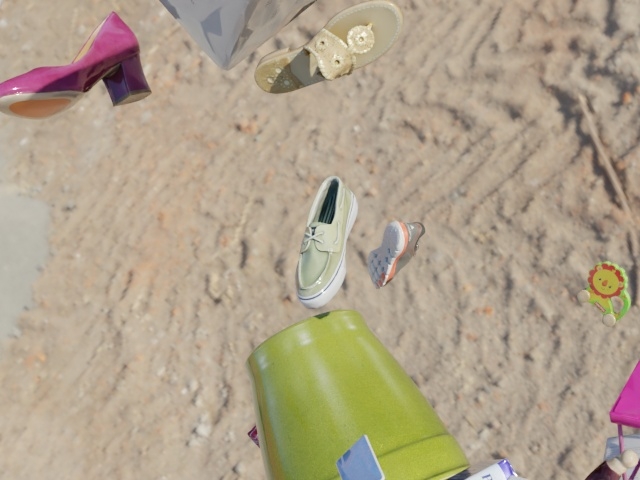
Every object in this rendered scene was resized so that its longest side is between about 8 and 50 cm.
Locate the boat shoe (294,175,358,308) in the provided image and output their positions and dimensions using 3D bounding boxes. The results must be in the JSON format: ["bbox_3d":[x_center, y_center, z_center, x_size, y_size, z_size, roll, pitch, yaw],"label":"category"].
[{"bbox_3d":[0.000,0.000,1.987,0.109,0.094,0.302,-8,49,27],"label":"boat shoe"}]

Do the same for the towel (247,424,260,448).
[{"bbox_3d":[-0.015,0.498,2.326,0.199,0.275,0.031,-44,-5,-16],"label":"towel"}]

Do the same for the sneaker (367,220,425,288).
[{"bbox_3d":[0.121,0.025,1.485,0.065,0.158,0.061,-10,63,-23],"label":"sneaker"}]

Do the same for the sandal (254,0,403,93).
[{"bbox_3d":[0.006,-0.240,1.309,0.240,0.088,0.079,-18,39,32],"label":"sandal"}]

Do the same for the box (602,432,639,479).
[{"bbox_3d":[0.596,0.471,1.806,0.091,0.130,0.170,-20,31,41],"label":"box"}]

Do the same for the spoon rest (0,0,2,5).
[{"bbox_3d":[-0.510,-0.348,1.200,0.084,0.276,0.137,-41,73,27],"label":"spoon rest"}]

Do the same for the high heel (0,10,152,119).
[{"bbox_3d":[-0.301,-0.214,1.132,0.082,0.117,0.244,-23,-1,39],"label":"high heel"}]

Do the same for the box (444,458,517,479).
[{"bbox_3d":[0.167,0.324,1.148,0.137,0.072,0.126,-26,-10,-10],"label":"box"}]

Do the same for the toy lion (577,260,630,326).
[{"bbox_3d":[0.525,0.092,1.752,0.100,0.034,0.096,47,121,19],"label":"toy lion"}]

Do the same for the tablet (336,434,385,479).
[{"bbox_3d":[0.047,0.273,1.139,0.054,0.006,0.083,-46,27,10],"label":"tablet"}]

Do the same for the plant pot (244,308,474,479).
[{"bbox_3d":[0.037,0.325,1.708,0.367,0.366,0.352,-30,69,15],"label":"plant pot"}]

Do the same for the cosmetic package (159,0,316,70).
[{"bbox_3d":[0.036,-0.322,0.707,0.385,0.156,0.217,-41,3,-18],"label":"cosmetic package"}]

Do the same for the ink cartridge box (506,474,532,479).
[{"bbox_3d":[0.190,0.249,0.673,0.060,0.180,0.104,-1,60,52],"label":"ink cartridge box"}]

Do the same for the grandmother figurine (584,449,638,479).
[{"bbox_3d":[0.454,0.423,1.472,0.342,0.104,0.207,-19,44,48],"label":"grandmother figurine"}]

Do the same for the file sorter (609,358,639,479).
[{"bbox_3d":[0.646,0.314,1.537,0.291,0.182,0.202,8,35,36],"label":"file sorter"}]
